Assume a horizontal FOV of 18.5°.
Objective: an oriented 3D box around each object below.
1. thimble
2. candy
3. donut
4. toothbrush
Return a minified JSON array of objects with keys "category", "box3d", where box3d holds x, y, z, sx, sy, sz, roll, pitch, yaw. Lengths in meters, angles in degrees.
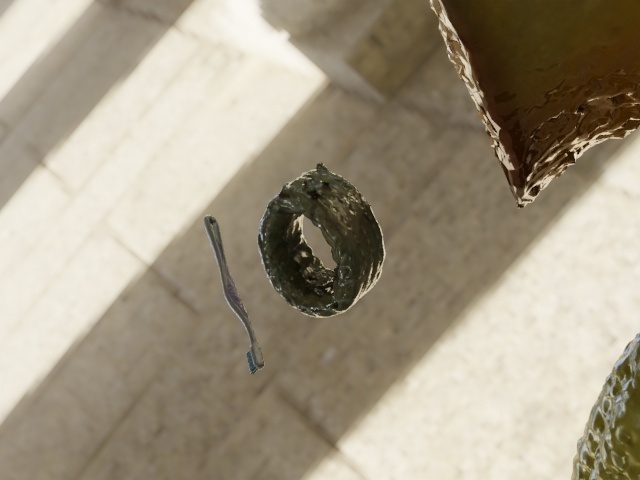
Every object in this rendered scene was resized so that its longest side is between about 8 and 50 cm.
[{"category":"thimble","box3d":[0.000,0.000,1.501,0.084,0.110,0.062,-5,20,29]},{"category":"candy","box3d":[0.183,0.113,1.030,0.199,0.106,0.094,85,-166,-49]},{"category":"donut","box3d":[0.086,-0.241,0.964,0.163,0.435,0.377,-23,4,8]},{"category":"toothbrush","box3d":[-0.059,0.034,1.326,0.013,0.011,0.131,-45,48,33]}]
